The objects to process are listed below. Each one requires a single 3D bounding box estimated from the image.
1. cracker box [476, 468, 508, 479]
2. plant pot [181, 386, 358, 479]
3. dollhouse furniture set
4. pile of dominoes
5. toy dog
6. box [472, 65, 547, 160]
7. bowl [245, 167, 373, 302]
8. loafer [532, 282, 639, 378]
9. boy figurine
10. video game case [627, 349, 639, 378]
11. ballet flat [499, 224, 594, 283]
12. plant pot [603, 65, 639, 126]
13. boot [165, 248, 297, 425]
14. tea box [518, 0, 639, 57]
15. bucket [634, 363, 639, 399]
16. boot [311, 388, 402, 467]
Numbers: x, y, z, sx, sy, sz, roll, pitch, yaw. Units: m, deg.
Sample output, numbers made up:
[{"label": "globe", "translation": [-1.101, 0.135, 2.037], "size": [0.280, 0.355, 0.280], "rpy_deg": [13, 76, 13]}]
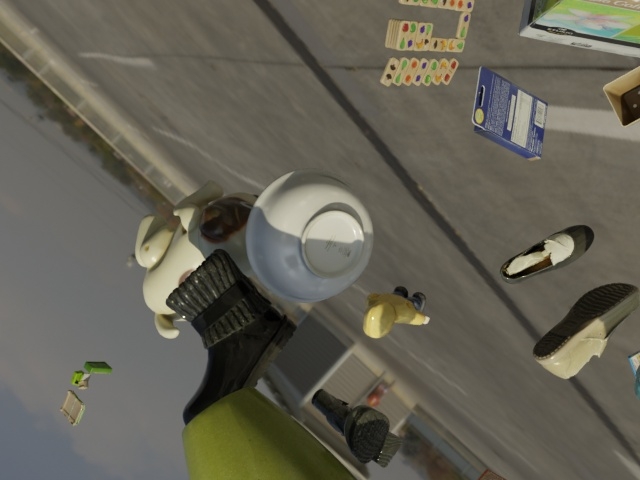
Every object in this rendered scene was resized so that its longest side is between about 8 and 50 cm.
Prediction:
[{"label": "cracker box", "translation": [0.237, 0.511, 1.177], "size": [0.067, 0.232, 0.156], "rpy_deg": [21, 123, 34]}, {"label": "plant pot", "translation": [-0.082, 0.386, 1.096], "size": [0.294, 0.274, 0.275], "rpy_deg": [54, 178, 20]}, {"label": "dollhouse furniture set", "translation": [-0.565, 0.365, 1.725], "size": [0.076, 0.152, 0.058], "rpy_deg": [27, -174, 38]}, {"label": "pile of dominoes", "translation": [0.239, -0.422, 1.517], "size": [0.251, 0.196, 0.040], "rpy_deg": [-10, -152, -39]}, {"label": "toy dog", "translation": [-0.283, 0.023, 1.801], "size": [0.284, 0.396, 0.407], "rpy_deg": [42, 133, -20]}, {"label": "box", "translation": [0.406, -0.276, 1.558], "size": [0.225, 0.137, 0.036], "rpy_deg": [19, 166, -33]}, {"label": "bowl", "translation": [0.000, 0.000, 1.504], "size": [0.298, 0.298, 0.134], "rpy_deg": [46, 170, -23]}, {"label": "loafer", "translation": [0.568, 0.190, 1.509], "size": [0.092, 0.268, 0.102], "rpy_deg": [56, 174, -20]}, {"label": "boy figurine", "translation": [0.195, 0.187, 1.867], "size": [0.177, 0.092, 0.285], "rpy_deg": [17, -166, 21]}, {"label": "video game case", "translation": [0.998, 0.352, 2.105], "size": [0.119, 0.166, 0.015], "rpy_deg": [62, 180, -21]}, {"label": "ballet flat", "translation": [0.619, 0.045, 1.970], "size": [0.096, 0.280, 0.095], "rpy_deg": [9, -128, -56]}, {"label": "plant pot", "translation": [0.735, -0.328, 1.640], "size": [0.096, 0.109, 0.109], "rpy_deg": [-2, -112, -54]}, {"label": "boot", "translation": [-0.243, 0.218, 1.529], "size": [0.260, 0.348, 0.131], "rpy_deg": [43, 157, -15]}, {"label": "tea box", "translation": [0.517, -0.421, 1.091], "size": [0.328, 0.220, 0.323], "rpy_deg": [10, -176, 2]}, {"label": "bucket", "translation": [0.824, 0.285, 1.508], "size": [0.281, 0.281, 0.183], "rpy_deg": [39, 158, 34]}, {"label": "boot", "translation": [0.042, 0.314, 1.246], "size": [0.161, 0.083, 0.246], "rpy_deg": [30, 165, 29]}]
